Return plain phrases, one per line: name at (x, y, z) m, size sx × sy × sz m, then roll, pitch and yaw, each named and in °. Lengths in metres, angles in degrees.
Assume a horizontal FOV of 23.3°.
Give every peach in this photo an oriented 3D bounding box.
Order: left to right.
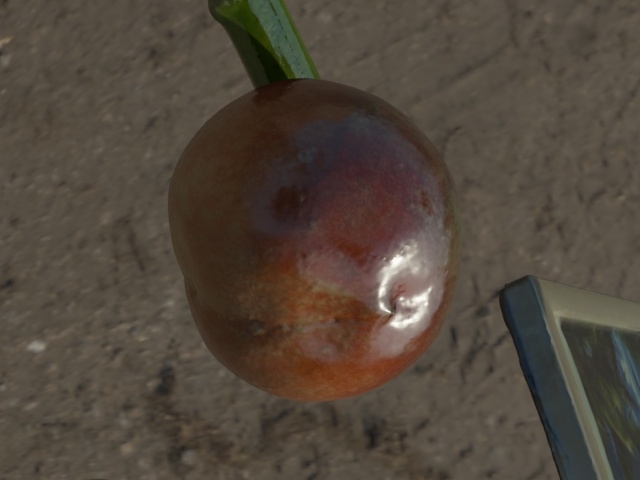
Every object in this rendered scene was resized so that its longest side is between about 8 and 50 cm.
peach at (0.000, 0.000, 1.231) m, size 0.252 × 0.252 × 0.252 m, roll 9°, pitch 74°, yaw -32°

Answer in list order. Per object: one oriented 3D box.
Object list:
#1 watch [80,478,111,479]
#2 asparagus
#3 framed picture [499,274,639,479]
watch at (-0.154, 0.224, 0.846) m, size 0.068 × 0.206 × 0.193 m, roll 26°, pitch 18°, yaw 11°
asparagus at (-0.042, -0.164, 1.333) m, size 0.067 × 0.060 × 0.277 m, roll -49°, pitch 126°, yaw -34°
framed picture at (0.173, 0.172, 0.710) m, size 0.232 × 0.024 × 0.315 m, roll 11°, pitch 60°, yaw -63°
